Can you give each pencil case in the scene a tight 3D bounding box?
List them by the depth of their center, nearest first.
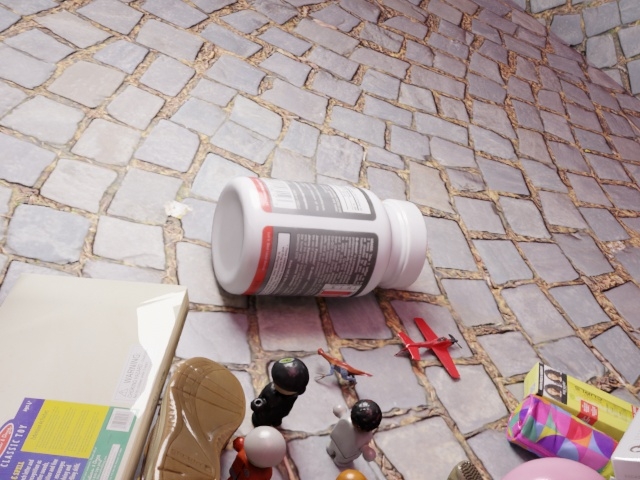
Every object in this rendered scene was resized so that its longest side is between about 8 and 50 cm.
[{"bbox_3d":[0.445,0.363,1.399,0.236,0.104,0.104,29,39,6],"label":"pencil case"}]

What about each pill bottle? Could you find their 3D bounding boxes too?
[{"bbox_3d":[0.000,0.000,1.471,0.363,0.210,0.210,4,44,-26],"label":"pill bottle"}]

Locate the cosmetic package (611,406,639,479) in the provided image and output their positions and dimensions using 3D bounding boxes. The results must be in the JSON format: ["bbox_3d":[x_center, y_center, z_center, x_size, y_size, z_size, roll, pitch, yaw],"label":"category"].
[{"bbox_3d":[0.646,0.362,1.341,0.453,0.162,0.229,-27,106,-51],"label":"cosmetic package"}]

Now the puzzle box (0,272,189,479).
[{"bbox_3d":[-0.360,0.206,1.103,0.272,0.052,0.408,5,40,4],"label":"puzzle box"}]

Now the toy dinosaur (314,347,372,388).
[{"bbox_3d":[0.033,0.211,1.369,0.082,0.090,0.047,55,20,-13],"label":"toy dinosaur"}]

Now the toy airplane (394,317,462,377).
[{"bbox_3d":[0.202,0.196,1.506,0.151,0.028,0.151,15,38,-12],"label":"toy airplane"}]

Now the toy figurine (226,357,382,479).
[{"bbox_3d":[-0.016,0.300,1.174,0.210,0.148,0.213,25,38,-1],"label":"toy figurine"}]

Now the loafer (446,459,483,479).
[{"bbox_3d":[0.247,0.422,1.262,0.056,0.050,0.148,-5,63,-37],"label":"loafer"}]

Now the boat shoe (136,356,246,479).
[{"bbox_3d":[-0.193,0.291,1.110,0.123,0.123,0.342,32,23,-14],"label":"boat shoe"}]

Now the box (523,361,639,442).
[{"bbox_3d":[0.499,0.319,1.505,0.232,0.058,0.087,26,38,-1],"label":"box"}]

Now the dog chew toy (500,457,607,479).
[{"bbox_3d":[0.331,0.462,1.088,0.207,0.206,0.331,22,33,-5],"label":"dog chew toy"}]
